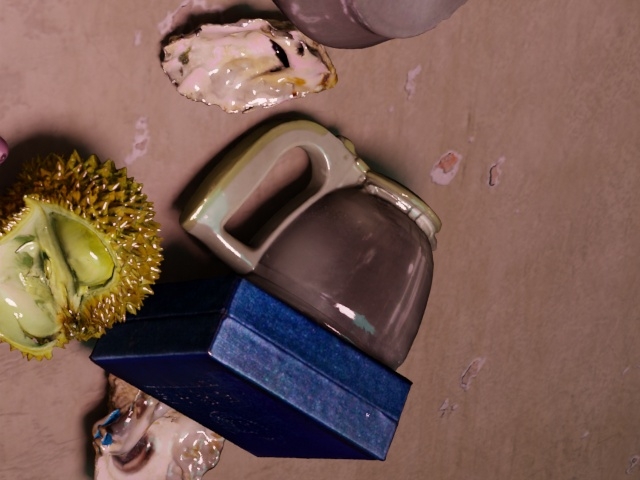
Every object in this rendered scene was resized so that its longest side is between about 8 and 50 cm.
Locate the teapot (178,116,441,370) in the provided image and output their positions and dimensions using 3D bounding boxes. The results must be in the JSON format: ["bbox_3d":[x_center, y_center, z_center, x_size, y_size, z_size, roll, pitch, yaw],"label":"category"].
[{"bbox_3d":[0.001,0.007,2.077,0.239,0.322,0.239,-58,-179,-13],"label":"teapot"}]

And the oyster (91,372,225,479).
[{"bbox_3d":[-0.212,0.253,2.150,0.214,0.083,0.223,19,114,-41],"label":"oyster"}]

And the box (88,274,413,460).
[{"bbox_3d":[-0.085,0.156,1.983,0.279,0.261,0.116,35,67,-29],"label":"box"}]

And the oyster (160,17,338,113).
[{"bbox_3d":[-0.080,-0.213,1.916,0.209,0.072,0.133,-8,135,-9],"label":"oyster"}]

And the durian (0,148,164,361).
[{"bbox_3d":[-0.274,0.012,1.836,0.237,0.200,0.176,-50,176,31],"label":"durian"}]

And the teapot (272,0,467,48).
[{"bbox_3d":[0.004,-0.366,1.648,0.305,0.362,0.376,-58,147,4],"label":"teapot"}]

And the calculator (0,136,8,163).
[{"bbox_3d":[-0.466,-0.076,1.730,0.294,0.043,0.194,22,107,-44],"label":"calculator"}]
